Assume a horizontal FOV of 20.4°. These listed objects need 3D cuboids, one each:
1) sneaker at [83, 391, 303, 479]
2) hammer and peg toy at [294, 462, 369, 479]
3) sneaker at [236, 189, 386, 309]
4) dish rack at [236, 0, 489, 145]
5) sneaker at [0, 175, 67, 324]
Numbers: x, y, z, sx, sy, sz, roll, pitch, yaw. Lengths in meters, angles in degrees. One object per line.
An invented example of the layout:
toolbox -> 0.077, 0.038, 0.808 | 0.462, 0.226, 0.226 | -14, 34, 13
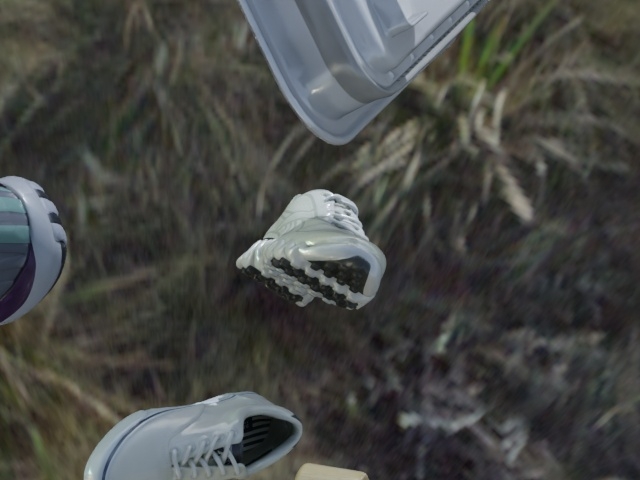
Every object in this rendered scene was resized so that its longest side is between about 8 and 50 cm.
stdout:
sneaker -> -0.122, 0.205, 1.770 | 0.258, 0.091, 0.094 | -22, 108, -47
hammer and peg toy -> -0.048, 0.381, 1.570 | 0.127, 0.361, 0.266 | 12, 31, 20
sneaker -> 0.000, 0.000, 1.837 | 0.110, 0.292, 0.118 | 35, 80, -17
dish rack -> 0.016, -0.227, 1.044 | 0.072, 0.333, 0.285 | -20, 103, 26
sneaker -> -0.225, 0.044, 0.837 | 0.223, 0.098, 0.083 | -43, 67, 20
